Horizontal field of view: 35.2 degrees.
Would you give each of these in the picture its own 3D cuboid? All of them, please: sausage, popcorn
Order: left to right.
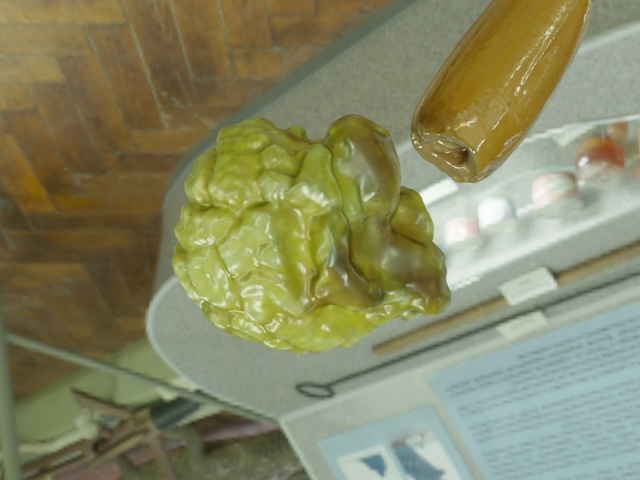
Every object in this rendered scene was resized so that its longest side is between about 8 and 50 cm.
[{"bbox_3d":[0.000,0.000,0.931,0.251,0.206,0.237,10,126,13],"label":"popcorn"},{"bbox_3d":[0.226,-0.222,1.069,0.116,0.354,0.134,33,166,14],"label":"sausage"}]
